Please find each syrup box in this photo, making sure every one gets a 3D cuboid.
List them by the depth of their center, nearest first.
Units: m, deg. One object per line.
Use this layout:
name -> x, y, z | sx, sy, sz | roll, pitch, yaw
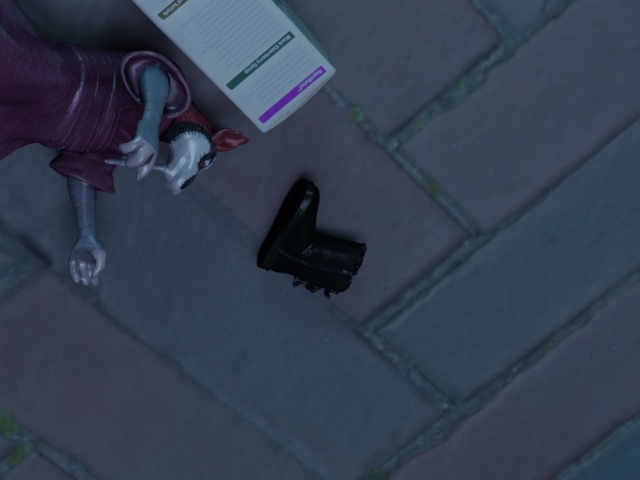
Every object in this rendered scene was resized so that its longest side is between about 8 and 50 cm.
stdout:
syrup box -> -0.099, -0.217, 1.376 | 0.096, 0.093, 0.237 | -38, 120, 10

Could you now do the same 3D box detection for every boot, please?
boot -> 0.000, 0.000, 1.553 | 0.099, 0.045, 0.121 | 19, 121, -19

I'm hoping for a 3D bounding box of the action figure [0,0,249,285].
action figure -> -0.240, -0.131, 1.380 | 0.370, 0.275, 0.248 | 7, 149, -37
